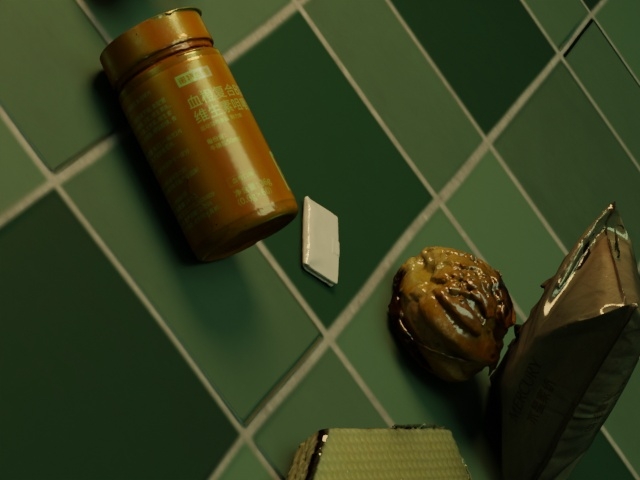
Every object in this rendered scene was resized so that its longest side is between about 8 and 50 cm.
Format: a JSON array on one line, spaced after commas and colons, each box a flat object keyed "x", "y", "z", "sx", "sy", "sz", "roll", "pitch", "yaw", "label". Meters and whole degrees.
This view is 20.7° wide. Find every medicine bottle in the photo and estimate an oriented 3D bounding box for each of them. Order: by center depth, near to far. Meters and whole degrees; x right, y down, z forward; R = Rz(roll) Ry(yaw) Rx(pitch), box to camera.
[{"x": -0.099, "y": -0.086, "z": 1.439, "sx": 0.096, "sy": 0.096, "sz": 0.192, "roll": -13, "pitch": 74, "yaw": -57, "label": "medicine bottle"}]

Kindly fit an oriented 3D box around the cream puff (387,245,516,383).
[{"x": 0.126, "y": 0.064, "z": 1.624, "sx": 0.119, "sy": 0.104, "sz": 0.133, "roll": 21, "pitch": 46, "yaw": -36, "label": "cream puff"}]

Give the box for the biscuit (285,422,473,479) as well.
[{"x": 0.050, "y": 0.225, "z": 1.421, "sx": 0.252, "sy": 0.052, "sz": 0.150, "roll": 6, "pitch": 54, "yaw": -54, "label": "biscuit"}]

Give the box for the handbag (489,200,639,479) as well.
[{"x": 0.228, "y": 0.107, "z": 1.612, "sx": 0.117, "sy": 0.270, "sz": 0.182, "roll": 13, "pitch": 37, "yaw": -10, "label": "handbag"}]

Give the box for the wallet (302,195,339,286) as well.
[{"x": 0.000, "y": 0.000, "z": 1.584, "sx": 0.044, "sy": 0.011, "sz": 0.083, "roll": 36, "pitch": 37, "yaw": -32, "label": "wallet"}]
